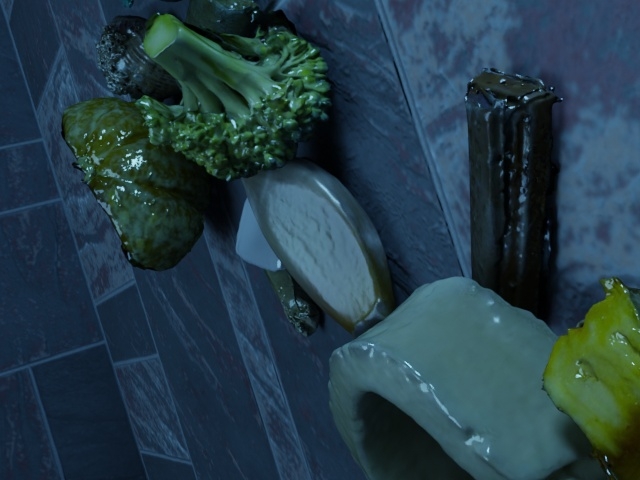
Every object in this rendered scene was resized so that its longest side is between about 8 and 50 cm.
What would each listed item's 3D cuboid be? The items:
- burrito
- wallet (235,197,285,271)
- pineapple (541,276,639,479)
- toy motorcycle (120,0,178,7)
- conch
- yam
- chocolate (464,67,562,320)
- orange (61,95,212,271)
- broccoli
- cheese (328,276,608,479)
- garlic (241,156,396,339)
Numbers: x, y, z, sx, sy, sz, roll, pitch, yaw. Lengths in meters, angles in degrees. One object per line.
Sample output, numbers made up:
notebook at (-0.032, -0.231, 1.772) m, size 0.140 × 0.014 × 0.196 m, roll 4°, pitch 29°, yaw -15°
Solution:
burrito at (-0.056, 0.075, 1.447) m, size 0.188 × 0.045 × 0.058 m, roll 57°, pitch 135°, yaw 37°
wallet at (-0.085, -0.017, 1.430) m, size 0.183 × 0.032 × 0.124 m, roll 13°, pitch 92°, yaw 62°
pineapple at (0.274, 0.140, 0.660) m, size 0.236 × 0.186 × 0.114 m, roll 39°, pitch 123°, yaw 21°
toy motorcycle at (-0.329, -0.503, 1.479) m, size 0.296 × 0.198 × 0.109 m, roll 60°, pitch 147°, yaw 24°
conch at (-0.331, -0.348, 1.688) m, size 0.245 × 0.163 × 0.178 m, roll -12°, pitch 127°, yaw 48°
yam at (-0.160, -0.311, 1.356) m, size 0.106 × 0.106 × 0.259 m, roll 66°, pitch 154°, yaw 15°
chocolate at (0.182, -0.006, 0.894) m, size 0.102 × 0.065 × 0.329 m, roll 36°, pitch 137°, yaw 52°
orange at (-0.323, -0.124, 1.668) m, size 0.369 × 0.210 × 0.271 m, roll 55°, pitch 178°, yaw 26°
broccoli at (-0.130, -0.213, 1.165) m, size 0.263 × 0.243 × 0.247 m, roll 7°, pitch 72°, yaw 40°
cheese at (0.166, 0.208, 0.873) m, size 0.332 × 0.153 × 0.292 m, roll 35°, pitch 148°, yaw 32°
garlic at (0.004, -0.008, 1.196) m, size 0.143 × 0.112 × 0.318 m, roll -53°, pitch 55°, yaw 30°
